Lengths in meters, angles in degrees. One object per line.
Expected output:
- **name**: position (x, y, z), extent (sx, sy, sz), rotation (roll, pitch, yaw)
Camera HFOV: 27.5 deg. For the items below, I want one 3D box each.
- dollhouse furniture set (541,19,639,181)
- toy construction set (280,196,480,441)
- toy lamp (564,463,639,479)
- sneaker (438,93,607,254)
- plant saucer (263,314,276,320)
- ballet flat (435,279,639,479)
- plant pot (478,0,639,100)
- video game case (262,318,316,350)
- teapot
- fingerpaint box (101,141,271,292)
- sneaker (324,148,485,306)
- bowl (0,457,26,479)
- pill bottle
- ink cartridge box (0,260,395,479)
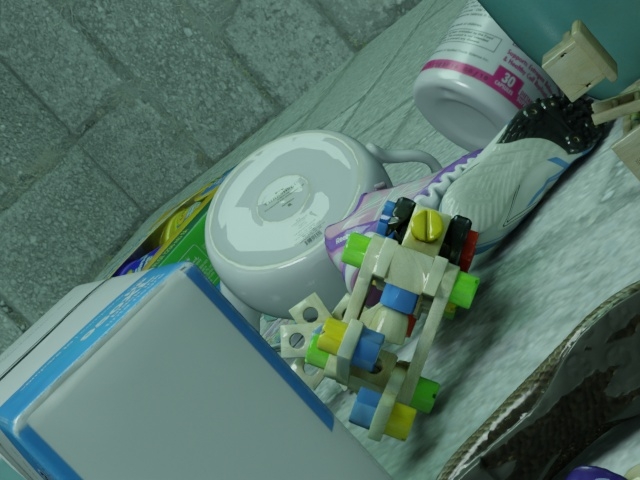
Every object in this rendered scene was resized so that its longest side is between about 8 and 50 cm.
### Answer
- **dollhouse furniture set**: position (0.292, -0.163, 1.199), extent (0.101, 0.161, 0.182), rotation (-38, 13, 25)
- **toy construction set**: position (0.061, 0.072, 1.220), extent (0.328, 0.151, 0.215), rotation (161, 130, -80)
- **toy lamp**: position (0.212, 0.097, 0.732), extent (0.274, 0.080, 0.080), rotation (-49, 13, -22)
- **sneaker**: position (0.207, -0.071, 1.373), extent (0.237, 0.085, 0.086), rotation (-40, -17, -21)
- **plant saucer**: position (-0.020, 0.034, 1.862), extent (0.195, 0.037, 0.195), rotation (-40, 12, 11)
- **ballet flat**: position (0.166, 0.107, 0.868), extent (0.250, 0.084, 0.058), rotation (-47, 12, 10)
- **plant pot**: position (0.309, -0.290, 1.361), extent (0.293, 0.235, 0.293), rotation (-35, 6, 4)
- **video game case**: position (-0.039, 0.112, 1.705), extent (0.087, 0.011, 0.122), rotation (-48, 13, -25)
- **teapot**: position (0.000, 0.000, 1.584), extent (0.256, 0.187, 0.252), rotation (-4, 53, 31)
- **fingerpaint box**: position (-0.242, 0.081, 2.121), extent (0.371, 0.163, 0.445), rotation (-28, 19, 52)
- **sneaker**: position (0.098, -0.033, 1.425), extent (0.236, 0.095, 0.104), rotation (-36, 42, -17)
- **bowl**: position (-0.196, 0.226, 1.342), extent (0.311, 0.163, 0.311), rotation (-42, -3, -3)
- **pill bottle**: position (0.246, -0.250, 1.571), extent (0.283, 0.160, 0.160), rotation (-57, 15, -16)
- **ink cartridge box**: position (-0.115, 0.178, 1.026), extent (0.166, 0.285, 0.395), rotation (-45, 12, -18)
